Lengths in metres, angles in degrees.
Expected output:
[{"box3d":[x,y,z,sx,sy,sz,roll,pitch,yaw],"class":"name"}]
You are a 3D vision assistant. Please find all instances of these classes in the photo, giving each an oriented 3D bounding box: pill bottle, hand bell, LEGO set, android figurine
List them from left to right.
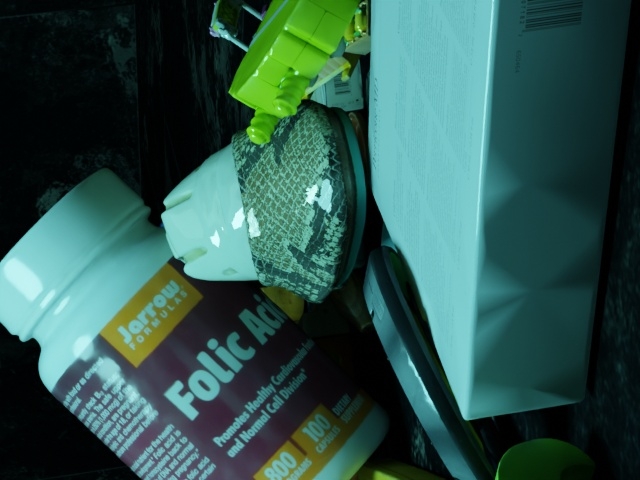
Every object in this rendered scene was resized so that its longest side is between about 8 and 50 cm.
[{"box3d":[-0.140,0.126,1.940,0.392,0.224,0.224,43,166,0],"class":"pill bottle"},{"box3d":[-0.029,-0.203,1.795,0.132,0.107,0.287,-54,17,5],"class":"LEGO set"},{"box3d":[0.000,0.000,2.005,0.242,0.126,0.126,60,159,31],"class":"hand bell"},{"box3d":[0.005,-0.201,1.518,0.248,0.056,0.273,-41,24,61],"class":"android figurine"}]

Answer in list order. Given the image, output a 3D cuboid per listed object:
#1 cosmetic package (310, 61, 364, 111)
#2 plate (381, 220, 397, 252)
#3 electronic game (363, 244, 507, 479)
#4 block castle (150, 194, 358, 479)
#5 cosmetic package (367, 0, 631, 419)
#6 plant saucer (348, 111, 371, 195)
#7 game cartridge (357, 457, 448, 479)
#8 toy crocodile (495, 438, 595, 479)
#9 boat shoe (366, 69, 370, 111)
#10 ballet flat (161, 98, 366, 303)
[{"box3d":[0.009,-0.162,1.923,0.115,0.041,0.060,-151,54,-76],"class":"cosmetic package"},{"box3d":[0.088,0.053,1.717,0.188,0.024,0.188,173,90,-79],"class":"plate"},{"box3d":[0.096,0.107,1.461,0.229,0.048,0.229,60,-173,-13],"class":"electronic game"},{"box3d":[-0.090,0.184,2.225,0.303,0.212,0.453,-135,39,-72],"class":"block castle"},{"box3d":[0.109,-0.114,1.299,0.284,0.097,0.377,-113,18,-49],"class":"cosmetic package"},{"box3d":[0.041,-0.085,1.886,0.083,0.013,0.083,172,90,-80],"class":"plant saucer"},{"box3d":[0.098,0.378,1.815,0.285,0.052,0.324,170,91,-79],"class":"game cartridge"},{"box3d":[0.182,0.260,1.217,0.340,0.105,0.115,-120,25,-52],"class":"toy crocodile"},{"box3d":[0.073,-0.092,1.578,0.083,0.065,0.183,97,163,-56],"class":"boat shoe"},{"box3d":[-0.050,-0.015,1.718,0.483,0.182,0.164,81,179,-85],"class":"ballet flat"}]
